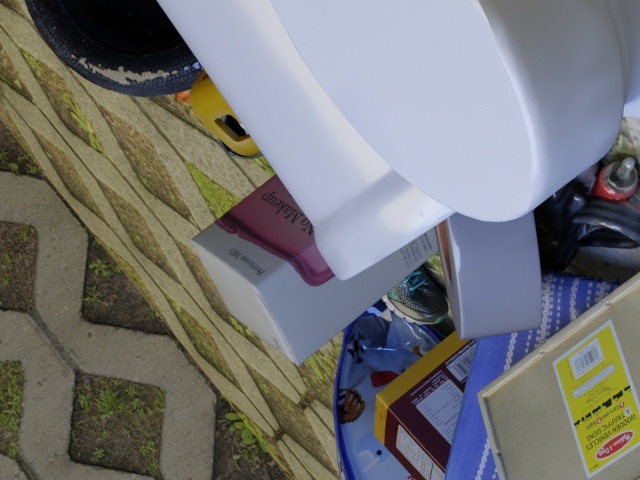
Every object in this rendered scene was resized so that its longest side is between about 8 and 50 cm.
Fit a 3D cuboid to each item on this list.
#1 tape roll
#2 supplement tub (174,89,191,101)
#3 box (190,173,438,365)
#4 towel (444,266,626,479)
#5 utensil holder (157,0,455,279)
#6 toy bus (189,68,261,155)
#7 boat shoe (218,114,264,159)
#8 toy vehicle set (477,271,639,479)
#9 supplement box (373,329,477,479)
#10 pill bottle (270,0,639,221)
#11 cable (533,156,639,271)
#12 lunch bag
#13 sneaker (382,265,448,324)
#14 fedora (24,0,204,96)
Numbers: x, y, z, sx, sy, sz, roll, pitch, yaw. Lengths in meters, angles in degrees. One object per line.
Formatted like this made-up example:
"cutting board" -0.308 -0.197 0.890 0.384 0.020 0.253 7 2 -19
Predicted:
"tape roll" 0.140 -0.023 1.282 0.219 0.072 0.219 -9 -90 -89
"supplement tub" -0.172 -0.267 1.729 0.117 0.117 0.190 31 154 51
"box" 0.000 0.000 1.612 0.148 0.232 0.127 32 155 48
"towel" 0.236 0.148 1.278 0.040 0.243 0.336 17 175 -32
"utensil holder" 0.034 -0.222 0.914 0.385 0.327 0.327 54 163 -2
"toy bus" -0.024 -0.136 1.229 0.191 0.104 0.202 21 152 19
"boat shoe" -0.044 -0.144 1.626 0.116 0.099 0.319 36 170 -14
"toy vehicle set" 0.245 0.140 1.210 0.267 0.035 0.166 -43 46 39
"supplement box" 0.193 0.203 1.584 0.194 0.191 0.129 47 163 21
"pill bottle" 0.159 -0.180 0.590 0.210 0.363 0.210 47 163 19
"cable" 0.234 -0.027 1.294 0.139 0.072 0.287 32 170 16
"lunch bag" 0.135 0.298 1.847 0.328 0.238 0.386 78 172 -58
"sneaker" 0.092 0.031 1.739 0.166 0.065 0.076 46 158 16
"fedora" -0.139 -0.302 1.404 0.334 0.334 0.152 48 -164 15
